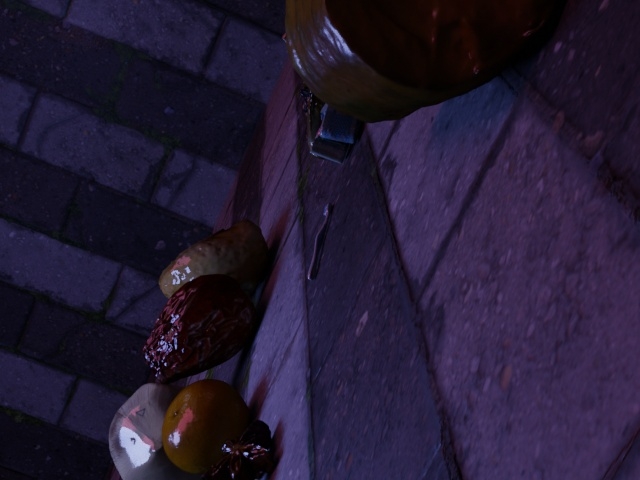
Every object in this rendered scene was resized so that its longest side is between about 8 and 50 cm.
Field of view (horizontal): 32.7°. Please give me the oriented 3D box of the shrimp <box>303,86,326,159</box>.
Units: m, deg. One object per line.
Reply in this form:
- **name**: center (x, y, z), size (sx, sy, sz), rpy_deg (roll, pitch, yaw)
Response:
- **shrimp**: center (0.004, -0.221, 1.928), size (0.101, 0.042, 0.190), rpy_deg (-55, -28, -30)

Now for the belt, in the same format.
- **belt**: center (0.058, -0.276, 1.856), size (0.087, 0.072, 0.302), rpy_deg (126, 163, -76)

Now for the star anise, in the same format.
- **star anise**: center (-0.105, 0.299, 1.527), size (0.097, 0.070, 0.191), rpy_deg (-39, 12, 6)

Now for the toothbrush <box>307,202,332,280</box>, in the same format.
- **toothbrush**: center (0.000, 0.000, 1.748), size (0.017, 0.014, 0.162), rpy_deg (-39, 27, 41)

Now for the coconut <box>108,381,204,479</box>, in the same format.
- **coconut**: center (-0.284, 0.358, 1.974), size (0.224, 0.224, 0.224), rpy_deg (-158, 90, -80)

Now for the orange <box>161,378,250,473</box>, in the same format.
- **orange**: center (-0.182, 0.303, 1.765), size (0.154, 0.134, 0.155), rpy_deg (-35, 36, 31)

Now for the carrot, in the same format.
- **carrot**: center (0.090, -0.255, 1.168), size (0.340, 0.241, 0.242), rpy_deg (-172, 103, -78)

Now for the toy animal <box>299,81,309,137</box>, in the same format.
- **toy animal**: center (-0.019, -0.278, 2.308), size (0.202, 0.070, 0.105), rpy_deg (-108, 22, -69)

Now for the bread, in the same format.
- **bread**: center (-0.205, 0.065, 2.248), size (0.244, 0.134, 0.244), rpy_deg (-31, -10, -6)

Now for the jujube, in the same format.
- **jujube**: center (-0.233, 0.171, 2.076), size (0.236, 0.168, 0.168), rpy_deg (-42, 4, -13)
